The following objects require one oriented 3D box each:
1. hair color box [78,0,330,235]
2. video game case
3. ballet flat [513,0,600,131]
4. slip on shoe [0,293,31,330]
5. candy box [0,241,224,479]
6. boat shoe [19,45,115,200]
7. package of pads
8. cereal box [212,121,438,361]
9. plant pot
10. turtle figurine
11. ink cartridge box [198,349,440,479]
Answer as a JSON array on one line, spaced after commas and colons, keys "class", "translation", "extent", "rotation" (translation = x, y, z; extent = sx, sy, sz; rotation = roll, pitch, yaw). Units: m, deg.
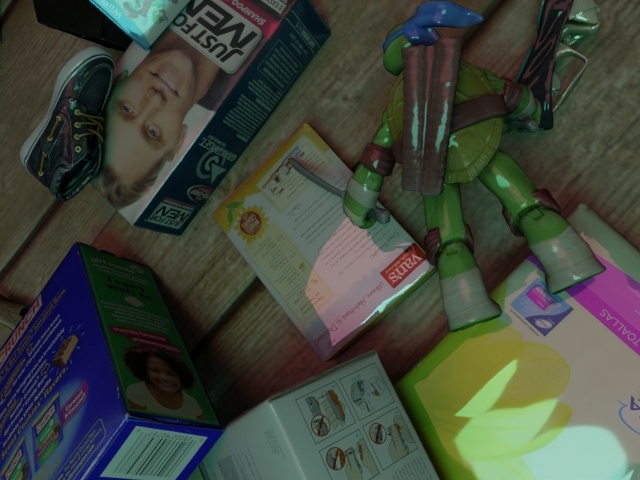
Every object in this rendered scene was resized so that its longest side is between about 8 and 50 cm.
[{"class": "hair color box", "translation": [-0.167, -0.195, 0.701], "extent": [0.174, 0.105, 0.347], "rotation": [40, 98, 20]}, {"class": "video game case", "translation": [-0.198, -0.326, 0.621], "extent": [0.166, 0.119, 0.015], "rotation": [-44, 29, 10]}, {"class": "ballet flat", "translation": [0.257, -0.212, 0.575], "extent": [0.074, 0.074, 0.203], "rotation": [19, 96, 20]}, {"class": "slip on shoe", "translation": [-0.441, 0.110, 0.785], "extent": [0.135, 0.051, 0.041], "rotation": [35, 101, 17]}, {"class": "candy box", "translation": [-0.280, 0.195, 0.618], "extent": [0.268, 0.122, 0.317], "rotation": [-53, 44, 8]}, {"class": "boat shoe", "translation": [-0.289, -0.138, 0.651], "extent": [0.083, 0.065, 0.183], "rotation": [42, 105, 19]}, {"class": "package of pads", "translation": [0.235, 0.149, 0.520], "extent": [0.296, 0.101, 0.229], "rotation": [-46, 70, 9]}, {"class": "cereal box", "translation": [0.000, 0.000, 0.648], "extent": [0.173, 0.047, 0.240], "rotation": [-42, 73, 9]}, {"class": "plant pot", "translation": [-0.276, -0.349, 0.725], "extent": [0.188, 0.188, 0.166], "rotation": [20, 100, 20]}, {"class": "turtle figurine", "translation": [0.130, -0.056, 0.516], "extent": [0.198, 0.274, 0.266], "rotation": [-14, 72, -24]}, {"class": "ink cartridge box", "translation": [0.013, 0.307, 0.536], "extent": [0.272, 0.130, 0.309], "rotation": [-46, 66, 51]}]
